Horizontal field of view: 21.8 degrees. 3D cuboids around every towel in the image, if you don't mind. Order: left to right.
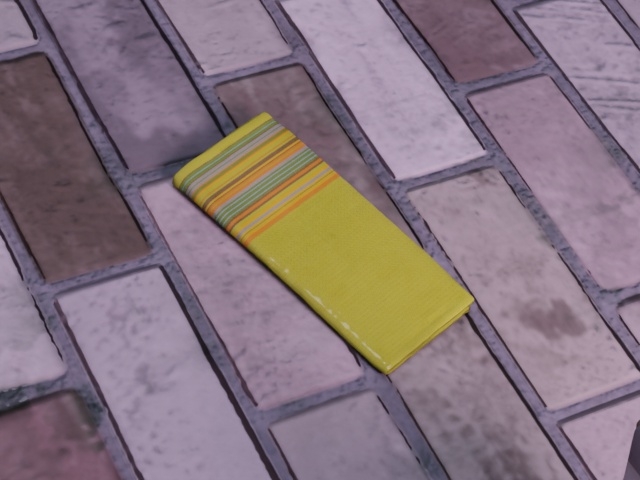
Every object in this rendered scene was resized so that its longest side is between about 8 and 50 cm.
[{"bbox_3d":[0.000,0.000,1.272,0.102,0.021,0.237,-37,67,-27],"label":"towel"}]

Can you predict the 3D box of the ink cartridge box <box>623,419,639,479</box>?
[{"bbox_3d":[0.271,0.276,0.883,0.130,0.272,0.309,-9,36,-18],"label":"ink cartridge box"}]
